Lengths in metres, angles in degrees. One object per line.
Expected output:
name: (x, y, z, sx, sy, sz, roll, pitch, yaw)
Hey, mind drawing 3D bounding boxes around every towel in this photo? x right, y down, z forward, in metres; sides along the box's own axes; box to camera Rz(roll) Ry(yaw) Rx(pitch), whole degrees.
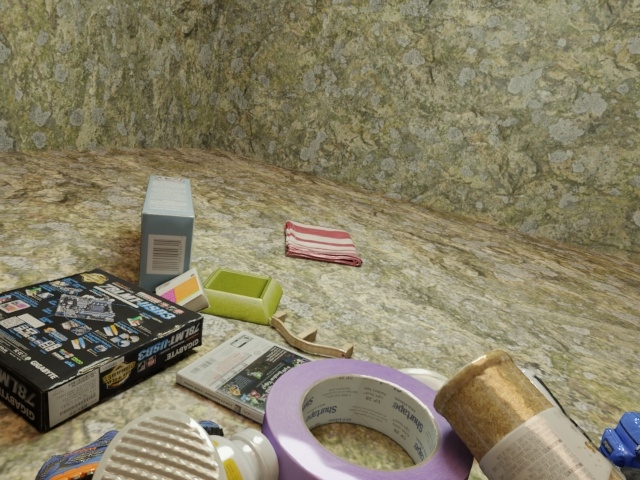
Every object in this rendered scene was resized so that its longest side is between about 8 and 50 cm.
towel: (0.000, 0.000, 1.563, 0.237, 0.037, 0.329, 9, 17, -8)

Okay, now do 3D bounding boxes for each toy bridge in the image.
toy bridge: (-0.030, 0.193, 0.939, 0.188, 0.026, 0.063, 20, 21, 27)

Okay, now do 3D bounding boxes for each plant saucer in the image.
plant saucer: (-0.186, 0.114, 1.066, 0.188, 0.045, 0.188, 11, 17, 1)

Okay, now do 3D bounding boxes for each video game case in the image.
video game case: (-0.114, 0.224, 0.799, 0.173, 0.022, 0.190, 17, 17, 21)

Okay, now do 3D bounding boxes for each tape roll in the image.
tape roll: (0.057, 0.271, 0.633, 0.275, 0.090, 0.274, 10, 18, -3)

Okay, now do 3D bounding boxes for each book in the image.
book: (-0.289, 0.113, 0.969, 0.096, 0.035, 0.144, -28, 28, -10)

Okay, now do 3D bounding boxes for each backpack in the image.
backpack: (0.468, 0.316, 0.684, 0.101, 0.120, 0.098, 10, 18, -1)

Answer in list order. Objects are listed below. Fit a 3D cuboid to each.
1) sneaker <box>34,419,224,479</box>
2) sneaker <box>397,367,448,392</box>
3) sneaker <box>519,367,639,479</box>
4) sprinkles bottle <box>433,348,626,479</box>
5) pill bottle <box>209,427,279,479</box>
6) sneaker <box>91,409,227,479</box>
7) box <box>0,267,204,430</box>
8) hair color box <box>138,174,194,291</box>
sneaker: (-0.217, 0.253, 0.552, 0.221, 0.083, 0.087, 1, 11, -39)
sneaker: (0.196, 0.275, 0.743, 0.212, 0.080, 0.094, 17, 30, 16)
sneaker: (0.361, 0.304, 0.650, 0.153, 0.101, 0.268, 12, 36, -14)
sprinkles bottle: (0.273, 0.285, 0.494, 0.121, 0.121, 0.355, -2, 40, -36)
pill bottle: (-0.134, 0.271, 0.494, 0.103, 0.103, 0.184, 24, 21, 36)
sneaker: (-0.114, 0.283, 0.341, 0.102, 0.161, 0.282, -3, 46, -19)
box: (-0.404, 0.149, 0.779, 0.296, 0.073, 0.293, 18, 18, 25)
hair color box: (-0.384, -0.032, 1.177, 0.114, 0.185, 0.374, 4, 18, -18)
